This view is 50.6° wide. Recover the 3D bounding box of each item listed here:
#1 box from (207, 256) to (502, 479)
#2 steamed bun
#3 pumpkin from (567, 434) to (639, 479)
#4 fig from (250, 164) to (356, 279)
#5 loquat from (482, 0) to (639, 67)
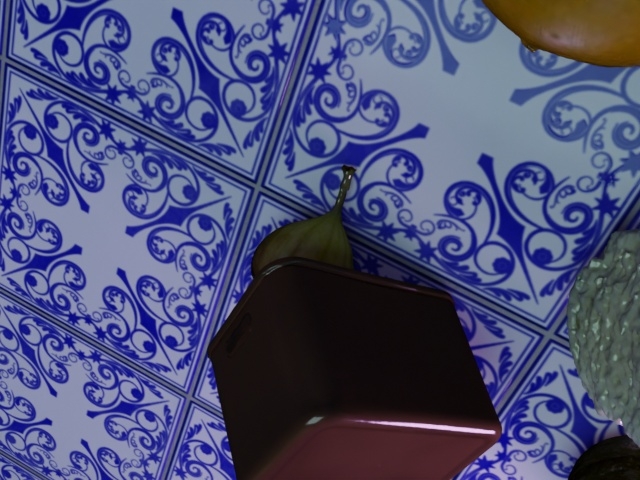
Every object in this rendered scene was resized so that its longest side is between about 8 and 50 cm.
[{"bbox_3d":[0.045,0.208,0.932,0.340,0.229,0.239,14,130,-31],"label":"box"},{"bbox_3d":[0.450,0.108,0.826,0.272,0.274,0.290,40,134,54],"label":"steamed bun"},{"bbox_3d":[0.509,0.438,1.001,0.222,0.139,0.317,-21,104,32],"label":"pumpkin"},{"bbox_3d":[-0.012,0.009,1.004,0.160,0.143,0.230,36,126,25],"label":"fig"},{"bbox_3d":[0.285,-0.314,0.644,0.329,0.328,0.359,26,164,9],"label":"loquat"}]
